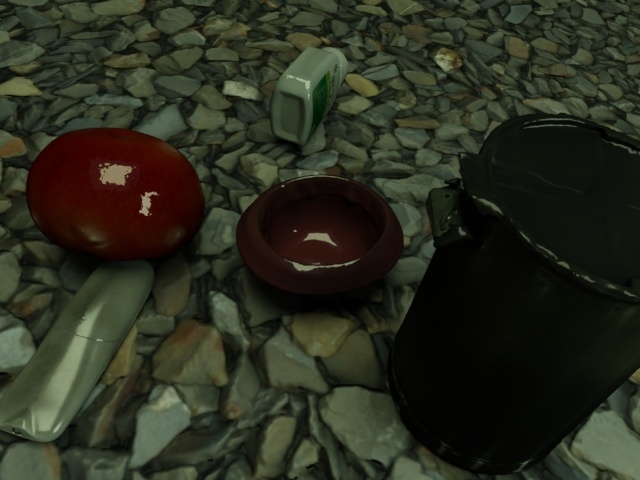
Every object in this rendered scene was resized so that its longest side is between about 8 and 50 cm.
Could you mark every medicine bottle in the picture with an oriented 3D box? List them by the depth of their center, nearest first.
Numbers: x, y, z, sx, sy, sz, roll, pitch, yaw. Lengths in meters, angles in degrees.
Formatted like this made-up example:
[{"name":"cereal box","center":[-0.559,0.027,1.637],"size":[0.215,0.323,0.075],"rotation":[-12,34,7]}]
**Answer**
[{"name":"medicine bottle","center":[-0.015,-0.239,0.871],"size":[0.069,0.119,0.183],"rotation":[17,46,10]}]

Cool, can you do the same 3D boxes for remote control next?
[{"name":"remote control","center":[-0.249,0.095,0.578],"size":[0.073,0.044,0.229],"rotation":[18,47,3]}]

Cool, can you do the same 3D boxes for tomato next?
[{"name":"tomato","center":[-0.233,-0.058,0.639],"size":[0.195,0.136,0.195],"rotation":[7,20,-3]}]

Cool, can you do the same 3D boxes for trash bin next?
[{"name":"trash bin","center":[0.194,0.062,0.511],"size":[0.252,0.301,0.202],"rotation":[2,48,-7]}]

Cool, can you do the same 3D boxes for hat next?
[{"name":"hat","center":[0.000,0.000,0.679],"size":[0.206,0.089,0.205],"rotation":[2,47,-2]}]
